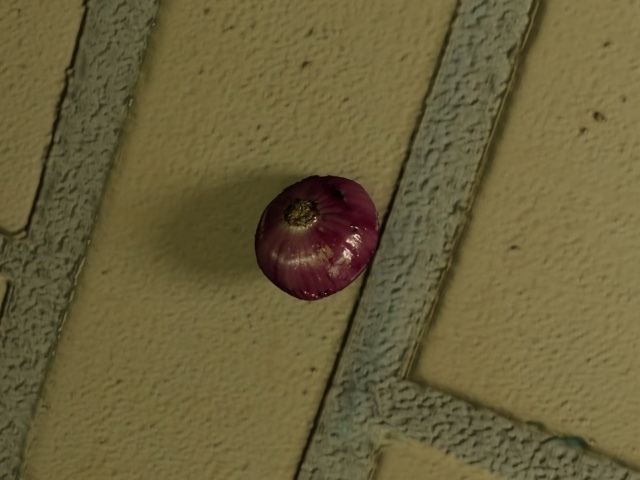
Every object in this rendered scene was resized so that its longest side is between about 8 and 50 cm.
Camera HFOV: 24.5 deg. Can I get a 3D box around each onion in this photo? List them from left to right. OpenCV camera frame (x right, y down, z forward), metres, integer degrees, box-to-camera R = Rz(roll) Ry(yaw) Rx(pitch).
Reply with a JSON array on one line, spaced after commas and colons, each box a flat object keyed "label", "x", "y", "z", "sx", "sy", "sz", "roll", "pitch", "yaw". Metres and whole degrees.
[{"label": "onion", "x": 0.000, "y": 0.000, "z": 1.286, "sx": 0.115, "sy": 0.115, "sz": 0.104, "roll": -13, "pitch": 137, "yaw": 20}]
